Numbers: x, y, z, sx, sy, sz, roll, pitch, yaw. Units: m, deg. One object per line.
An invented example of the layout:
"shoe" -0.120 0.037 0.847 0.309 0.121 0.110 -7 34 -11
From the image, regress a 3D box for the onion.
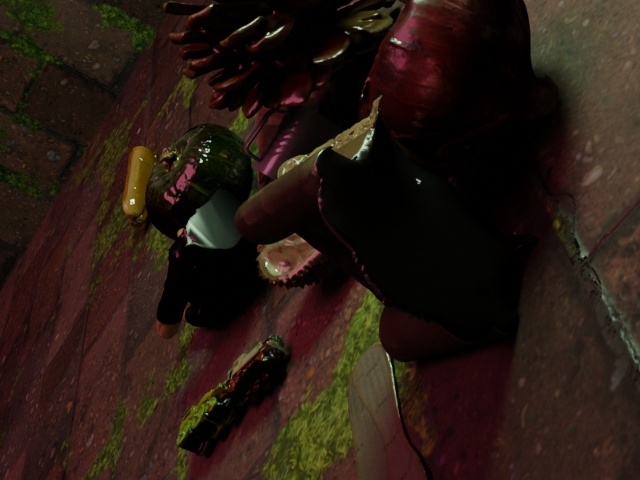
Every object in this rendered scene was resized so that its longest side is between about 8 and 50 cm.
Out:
"onion" 0.156 -0.163 1.179 0.272 0.195 0.272 -52 -22 -32

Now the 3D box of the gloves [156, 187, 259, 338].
"gloves" -0.189 0.055 1.739 0.197 0.152 0.301 -51 6 -33

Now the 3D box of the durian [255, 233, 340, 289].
"durian" 0.000 0.000 1.455 0.188 0.091 0.148 -14 59 44

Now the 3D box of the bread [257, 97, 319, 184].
"bread" -0.058 -0.170 1.873 0.152 0.105 0.077 93 -178 -47

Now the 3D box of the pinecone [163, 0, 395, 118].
"pinecone" -0.083 -0.388 1.648 0.384 0.384 0.384 -49 26 33

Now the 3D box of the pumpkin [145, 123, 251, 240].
"pumpkin" -0.232 -0.107 2.009 0.238 0.159 0.238 -50 20 26

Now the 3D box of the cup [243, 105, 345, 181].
"cup" -0.047 -0.144 1.675 0.129 0.128 0.095 -60 21 1

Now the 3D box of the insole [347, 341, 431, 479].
"insole" 0.067 0.230 1.138 0.119 0.009 0.348 -53 24 26

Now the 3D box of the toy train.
"toy train" -0.126 0.217 1.536 0.250 0.053 0.085 -47 21 34

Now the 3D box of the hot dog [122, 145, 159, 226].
"hot dog" -0.416 -0.137 2.573 0.076 0.102 0.249 -11 44 10

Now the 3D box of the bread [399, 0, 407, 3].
"bread" 0.151 -0.399 1.500 0.143 0.139 0.229 -48 19 31

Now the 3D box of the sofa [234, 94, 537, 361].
"sofa" 0.053 0.015 1.089 0.200 0.258 0.182 -25 29 56
